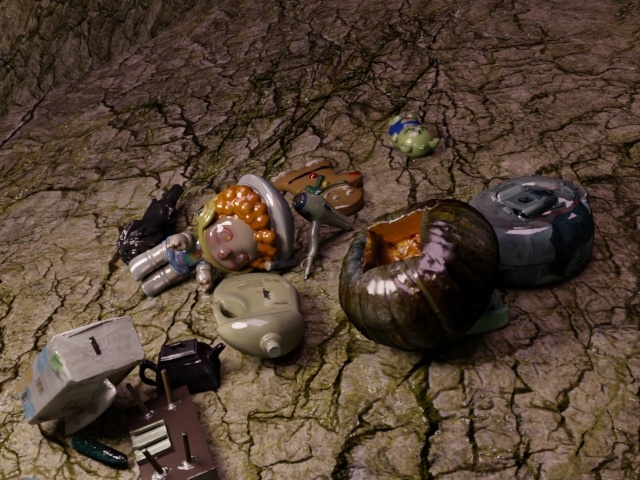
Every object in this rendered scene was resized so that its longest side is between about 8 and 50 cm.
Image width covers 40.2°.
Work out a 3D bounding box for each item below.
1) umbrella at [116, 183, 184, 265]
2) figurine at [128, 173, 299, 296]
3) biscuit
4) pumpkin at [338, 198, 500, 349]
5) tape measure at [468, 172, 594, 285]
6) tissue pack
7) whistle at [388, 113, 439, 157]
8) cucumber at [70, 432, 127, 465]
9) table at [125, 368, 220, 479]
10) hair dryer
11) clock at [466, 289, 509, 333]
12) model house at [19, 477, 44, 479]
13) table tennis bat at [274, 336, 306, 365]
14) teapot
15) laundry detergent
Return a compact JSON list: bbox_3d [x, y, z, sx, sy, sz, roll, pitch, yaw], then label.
[{"bbox_3d":[-0.410,-0.050,2.184,0.118,0.118,0.340,-5,32,16],"label":"umbrella"},{"bbox_3d":[-0.246,-0.016,1.945,0.381,0.225,0.205,-13,27,3],"label":"figurine"},{"bbox_3d":[0.008,-0.137,2.211,0.196,0.049,0.301,-26,33,-15],"label":"biscuit"},{"bbox_3d":[0.178,0.062,1.617,0.320,0.192,0.321,-27,34,20],"label":"pumpkin"},{"bbox_3d":[0.414,-0.031,1.769,0.256,0.147,0.275,-25,31,-17],"label":"tape measure"},{"bbox_3d":[-0.427,0.257,1.580,0.159,0.145,0.229,-14,-18,-43],"label":"tissue pack"},{"bbox_3d":[0.234,-0.283,2.316,0.105,0.085,0.227,-10,29,-11],"label":"whistle"},{"bbox_3d":[-0.388,0.375,1.550,0.133,0.032,0.032,11,39,34],"label":"cucumber"},{"bbox_3d":[-0.267,0.327,1.500,0.121,0.111,0.240,-22,31,-11],"label":"table"},{"bbox_3d":[0.014,-0.006,1.976,0.167,0.199,0.067,7,-19,-43],"label":"hair dryer"},{"bbox_3d":[0.296,0.122,1.667,0.101,0.041,0.135,-14,31,0],"label":"clock"},{"bbox_3d":[-0.263,0.468,1.205,0.329,0.252,0.295,2,3,-16],"label":"model house"},{"bbox_3d":[-0.054,0.215,1.696,0.050,0.007,0.083,11,41,37],"label":"table tennis bat"},{"bbox_3d":[-0.262,0.232,1.666,0.177,0.096,0.087,-13,31,3],"label":"teapot"},{"bbox_3d":[-0.117,0.153,1.709,0.181,0.091,0.253,-1,24,-14],"label":"laundry detergent"}]
